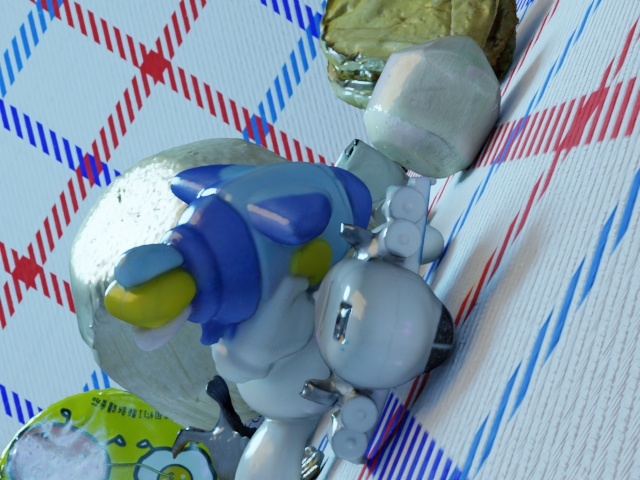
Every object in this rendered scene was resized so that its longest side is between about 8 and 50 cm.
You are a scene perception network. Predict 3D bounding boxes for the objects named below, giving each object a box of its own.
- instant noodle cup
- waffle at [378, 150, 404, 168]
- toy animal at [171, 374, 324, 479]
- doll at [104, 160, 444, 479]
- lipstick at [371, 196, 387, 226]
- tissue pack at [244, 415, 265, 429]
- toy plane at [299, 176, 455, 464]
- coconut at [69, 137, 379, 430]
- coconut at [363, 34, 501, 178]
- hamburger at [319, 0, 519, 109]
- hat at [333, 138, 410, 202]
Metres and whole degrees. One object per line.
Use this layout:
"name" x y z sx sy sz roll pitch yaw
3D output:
"instant noodle cup" -0.293 0.402 1.965 0.326 0.325 0.254 -60 -6 -32
"waffle" 0.155 -0.187 2.625 0.197 0.070 0.193 -61 3 -1
"toy animal" -0.094 0.264 1.653 0.197 0.160 0.272 -60 -4 7
"doll" -0.035 0.050 1.433 0.187 0.366 0.376 -10 47 30
"lipstick" 0.093 -0.024 1.983 0.070 0.070 0.254 -58 3 -3
"tissue pack" -0.107 0.226 2.118 0.246 0.092 0.148 -58 27 6
"toy plane" 0.054 0.069 1.264 0.267 0.122 0.267 -167 90 -88
"coconut" -0.105 0.062 1.847 0.415 0.415 0.345 128 157 -61
"coconut" 0.149 -0.177 1.814 0.183 0.170 0.171 -62 4 -10
"hamburger" 0.144 -0.297 2.070 0.260 0.283 0.145 -61 -36 -22
"hat" -0.002 -0.008 2.187 0.301 0.168 0.258 -48 10 -26
